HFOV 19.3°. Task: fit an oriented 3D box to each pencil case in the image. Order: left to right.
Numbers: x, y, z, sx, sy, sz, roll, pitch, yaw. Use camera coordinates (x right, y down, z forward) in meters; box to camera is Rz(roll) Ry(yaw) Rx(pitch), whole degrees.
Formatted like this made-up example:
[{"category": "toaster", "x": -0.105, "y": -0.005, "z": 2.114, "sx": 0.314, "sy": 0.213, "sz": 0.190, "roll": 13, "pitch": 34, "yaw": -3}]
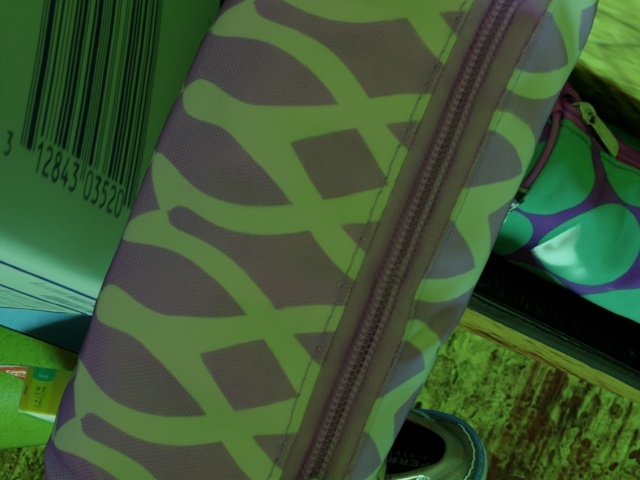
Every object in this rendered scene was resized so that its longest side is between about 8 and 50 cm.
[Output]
[{"category": "pencil case", "x": 0.000, "y": 0.000, "z": 0.441, "sx": 0.086, "sy": 0.206, "sz": 0.088, "roll": 19, "pitch": -175, "yaw": -22}, {"category": "pencil case", "x": 0.117, "y": -0.007, "z": 0.688, "sx": 0.152, "sy": 0.064, "sz": 0.070, "roll": 25, "pitch": 141, "yaw": -28}]

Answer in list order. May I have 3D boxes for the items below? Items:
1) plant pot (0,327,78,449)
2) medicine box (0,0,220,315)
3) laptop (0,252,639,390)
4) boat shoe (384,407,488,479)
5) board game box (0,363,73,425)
[{"category": "plant pot", "x": -0.247, "y": -0.009, "z": 1.250, "sx": 0.353, "sy": 0.366, "sz": 0.366, "roll": 12, "pitch": -177, "yaw": -26}, {"category": "medicine box", "x": -0.208, "y": -0.071, "z": 0.609, "sx": 0.289, "sy": 0.149, "sz": 0.263, "roll": 6, "pitch": 173, "yaw": 13}, {"category": "laptop", "x": -0.014, "y": 0.053, "z": 0.917, "sx": 0.382, "sy": 0.236, "sz": 0.408, "roll": 25, "pitch": -167, "yaw": -46}, {"category": "boat shoe", "x": -0.011, "y": 0.095, "z": 0.935, "sx": 0.183, "sy": 0.066, "sz": 0.066, "roll": 1, "pitch": 161, "yaw": 15}, {"category": "board game box", "x": -0.052, "y": 0.110, "z": 1.088, "sx": 0.259, "sy": 0.039, "sz": 0.124, "roll": 8, "pitch": 167, "yaw": 23}]
